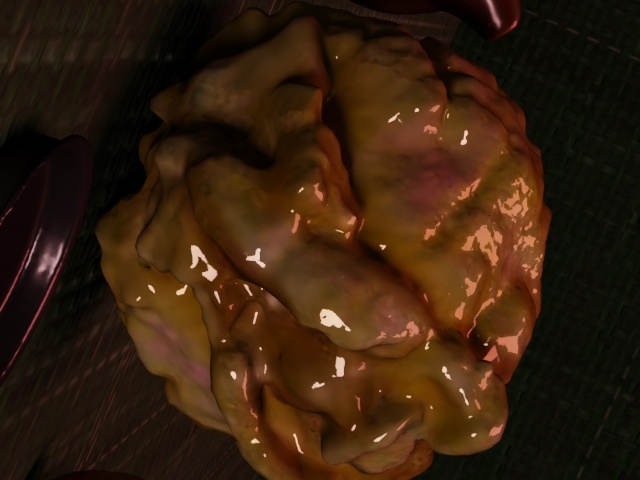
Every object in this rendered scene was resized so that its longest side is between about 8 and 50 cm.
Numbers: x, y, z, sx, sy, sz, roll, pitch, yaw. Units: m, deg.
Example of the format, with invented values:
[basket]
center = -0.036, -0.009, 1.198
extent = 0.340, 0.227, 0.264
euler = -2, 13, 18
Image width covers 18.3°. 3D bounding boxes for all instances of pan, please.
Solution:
[pan]
center = -0.144, 0.048, 0.751
extent = 0.235, 0.028, 0.136
euler = -65, 175, -46

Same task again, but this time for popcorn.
[popcorn]
center = 0.000, 0.000, 0.996
extent = 0.259, 0.212, 0.259
euler = -31, -149, 21

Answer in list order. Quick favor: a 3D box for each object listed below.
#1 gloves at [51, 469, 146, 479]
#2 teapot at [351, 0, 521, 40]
[gloves]
center = -0.157, 0.231, 1.230
extent = 0.133, 0.116, 0.294
euler = -34, 172, -22
[teapot]
center = 0.080, -0.207, 1.110
extent = 0.178, 0.135, 0.252
euler = -29, -143, 27
